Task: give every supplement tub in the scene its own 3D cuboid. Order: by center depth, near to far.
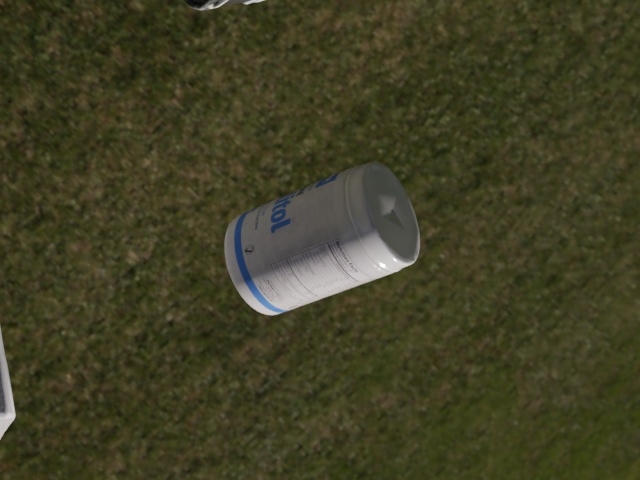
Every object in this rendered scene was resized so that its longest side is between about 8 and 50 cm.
[{"bbox_3d":[0.000,0.000,0.684,0.107,0.071,0.071,-22,154,27],"label":"supplement tub"}]

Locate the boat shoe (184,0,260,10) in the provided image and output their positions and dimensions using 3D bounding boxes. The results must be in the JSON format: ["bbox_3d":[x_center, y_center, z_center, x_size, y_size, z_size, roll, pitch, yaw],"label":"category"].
[{"bbox_3d":[-0.055,-0.296,0.957,0.105,0.113,0.306,-26,179,-27],"label":"boat shoe"}]

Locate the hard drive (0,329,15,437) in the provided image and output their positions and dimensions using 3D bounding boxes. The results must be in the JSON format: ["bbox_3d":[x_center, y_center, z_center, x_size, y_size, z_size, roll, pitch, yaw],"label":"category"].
[{"bbox_3d":[-0.251,-0.048,0.692,0.047,0.353,0.233,-8,169,-21],"label":"hard drive"}]
